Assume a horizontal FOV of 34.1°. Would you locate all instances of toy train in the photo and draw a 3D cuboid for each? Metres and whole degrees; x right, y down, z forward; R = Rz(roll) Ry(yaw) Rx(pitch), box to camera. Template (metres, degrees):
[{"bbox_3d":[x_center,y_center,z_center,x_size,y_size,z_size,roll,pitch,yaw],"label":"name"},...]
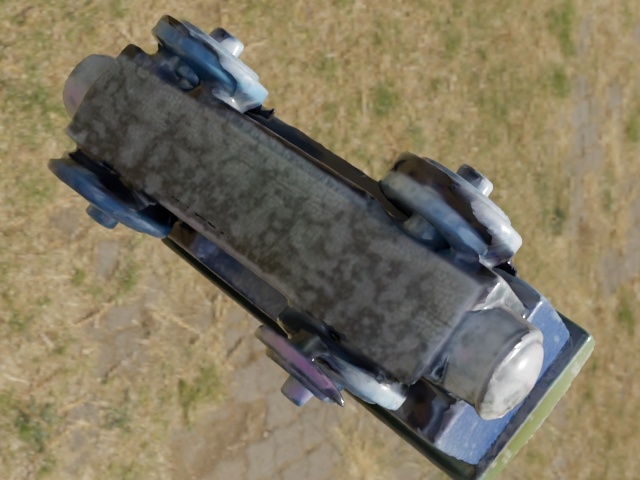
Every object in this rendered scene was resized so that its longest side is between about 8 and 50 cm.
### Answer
[{"bbox_3d":[0.000,0.000,0.560,0.131,0.299,0.202,-53,151,-1],"label":"toy train"}]
